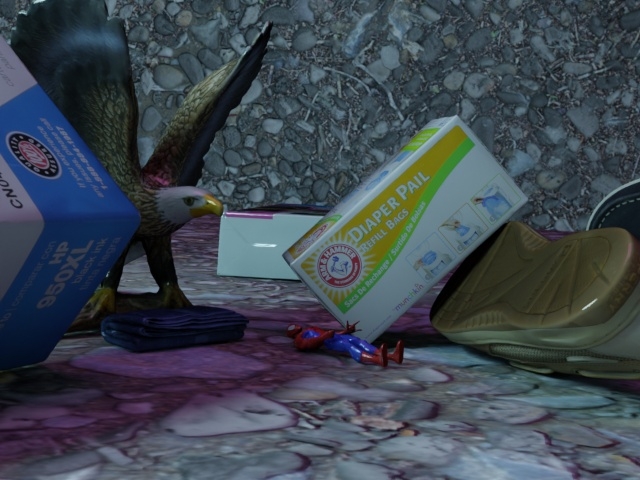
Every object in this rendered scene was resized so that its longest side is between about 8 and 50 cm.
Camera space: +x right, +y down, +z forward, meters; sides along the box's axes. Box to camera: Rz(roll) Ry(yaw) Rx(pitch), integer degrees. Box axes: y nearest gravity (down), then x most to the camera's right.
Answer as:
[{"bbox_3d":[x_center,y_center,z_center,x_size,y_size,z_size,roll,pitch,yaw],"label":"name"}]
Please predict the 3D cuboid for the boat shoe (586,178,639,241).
[{"bbox_3d":[0.458,0.015,1.031,0.156,0.186,0.500,7,7,-32],"label":"boat shoe"}]

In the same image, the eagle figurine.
[{"bbox_3d":[-0.162,-0.066,0.915,0.225,0.298,0.226,3,5,11],"label":"eagle figurine"}]

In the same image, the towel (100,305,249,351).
[{"bbox_3d":[-0.127,0.074,0.867,0.067,0.029,0.119,6,6,44],"label":"towel"}]

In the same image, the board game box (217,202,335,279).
[{"bbox_3d":[0.000,0.000,1.485,0.224,0.097,0.303,4,4,12],"label":"board game box"}]

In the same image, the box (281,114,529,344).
[{"bbox_3d":[0.074,-0.011,0.921,0.203,0.103,0.114,-42,7,0],"label":"box"}]

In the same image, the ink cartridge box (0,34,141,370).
[{"bbox_3d":[-0.354,-0.050,0.600,0.285,0.166,0.395,49,26,20],"label":"ink cartridge box"}]

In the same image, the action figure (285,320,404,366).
[{"bbox_3d":[0.015,0.085,0.837,0.115,0.030,0.038,4,9,39],"label":"action figure"}]

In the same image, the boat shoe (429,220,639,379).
[{"bbox_3d":[0.189,0.062,0.818,0.110,0.121,0.341,37,-6,-10],"label":"boat shoe"}]
